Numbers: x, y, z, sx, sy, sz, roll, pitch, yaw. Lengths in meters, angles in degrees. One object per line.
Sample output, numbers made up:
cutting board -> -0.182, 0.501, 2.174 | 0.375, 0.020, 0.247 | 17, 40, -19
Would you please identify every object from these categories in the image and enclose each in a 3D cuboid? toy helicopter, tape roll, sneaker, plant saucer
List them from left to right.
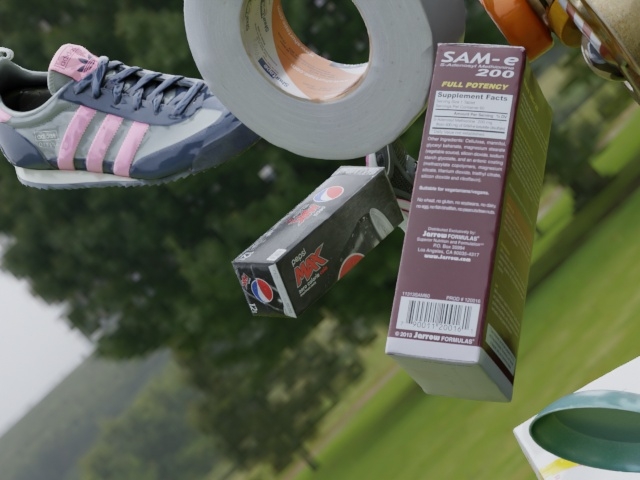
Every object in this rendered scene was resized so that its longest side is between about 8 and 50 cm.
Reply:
sneaker -> -0.196, -0.128, 1.693 | 0.319, 0.131, 0.112 | -5, 35, 31
tape roll -> 0.002, -0.177, 1.413 | 0.219, 0.219, 0.072 | -42, 4, 39
sneaker -> 0.106, -0.038, 1.692 | 0.077, 0.178, 0.072 | -19, 31, 21
plant saucer -> 0.202, 0.127, 1.201 | 0.119, 0.119, 0.021 | 139, 147, -59
toy helicopter -> 0.231, -0.145, 1.330 | 0.140, 0.235, 0.355 | -35, 0, 8

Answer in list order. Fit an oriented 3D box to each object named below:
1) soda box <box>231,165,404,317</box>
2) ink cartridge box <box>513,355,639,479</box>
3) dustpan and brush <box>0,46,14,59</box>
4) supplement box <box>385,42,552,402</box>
soda box -> 0.000, 0.000, 1.538 | 0.053, 0.060, 0.169 | 1, 32, 42
ink cartridge box -> 0.298, 0.232, 1.517 | 0.168, 0.171, 0.233 | -29, 22, 1
dustpan and brush -> -0.471, -0.224, 2.179 | 0.211, 0.147, 0.060 | -1, 0, 10
supplement box -> 0.114, -0.012, 1.314 | 0.130, 0.073, 0.239 | 48, -130, -65
